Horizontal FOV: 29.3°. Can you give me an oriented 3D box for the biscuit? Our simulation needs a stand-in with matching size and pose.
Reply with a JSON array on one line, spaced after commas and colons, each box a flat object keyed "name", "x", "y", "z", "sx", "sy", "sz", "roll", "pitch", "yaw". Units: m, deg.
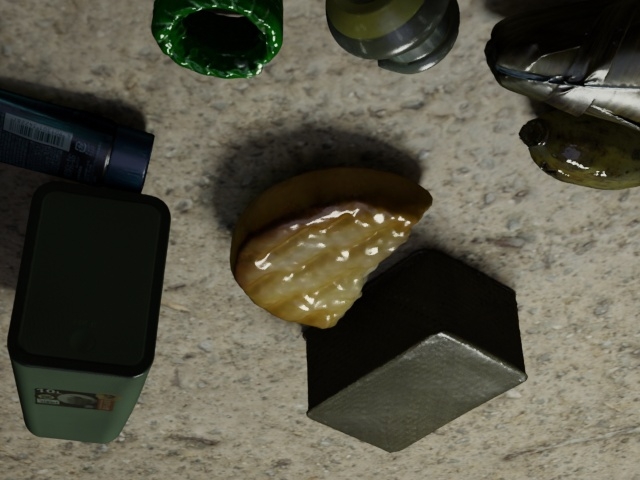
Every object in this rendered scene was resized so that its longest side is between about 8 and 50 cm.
[{"name": "biscuit", "x": 0.000, "y": -0.001, "z": 1.506, "sx": 0.213, "sy": 0.091, "sz": 0.274, "roll": 18, "pitch": 140, "yaw": -26}]

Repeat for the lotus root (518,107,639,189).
[{"name": "lotus root", "x": 0.305, "y": -0.104, "z": 1.380, "sx": 0.179, "sy": 0.080, "sz": 0.089, "roll": 12, "pitch": 162, "yaw": -21}]

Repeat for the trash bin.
[{"name": "trash bin", "x": -0.282, "y": 0.109, "z": 1.500, "sx": 0.158, "sy": 0.222, "sz": 0.343, "roll": 7, "pitch": 154, "yaw": -8}]

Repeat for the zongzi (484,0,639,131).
[{"name": "zongzi", "x": 0.299, "y": -0.224, "z": 1.208, "sx": 0.221, "sy": 0.112, "sz": 0.242, "roll": 11, "pitch": 133, "yaw": -12}]

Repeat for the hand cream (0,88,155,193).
[{"name": "hand cream", "x": -0.327, "y": -0.118, "z": 1.390, "sx": 0.271, "sy": 0.061, "sz": 0.120, "roll": 14, "pitch": 139, "yaw": -9}]

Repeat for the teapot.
[{"name": "teapot", "x": 0.085, "y": -0.240, "z": 1.187, "sx": 0.165, "sy": 0.130, "sz": 0.119, "roll": -47, "pitch": 146, "yaw": 6}]

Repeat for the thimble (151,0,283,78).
[{"name": "thimble", "x": -0.098, "y": -0.225, "z": 1.218, "sx": 0.130, "sy": 0.090, "sz": 0.118, "roll": 31, "pitch": 131, "yaw": -34}]

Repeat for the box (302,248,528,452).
[{"name": "box", "x": 0.121, "y": 0.155, "z": 1.667, "sx": 0.184, "sy": 0.143, "sz": 0.273, "roll": 28, "pitch": 134, "yaw": -31}]
